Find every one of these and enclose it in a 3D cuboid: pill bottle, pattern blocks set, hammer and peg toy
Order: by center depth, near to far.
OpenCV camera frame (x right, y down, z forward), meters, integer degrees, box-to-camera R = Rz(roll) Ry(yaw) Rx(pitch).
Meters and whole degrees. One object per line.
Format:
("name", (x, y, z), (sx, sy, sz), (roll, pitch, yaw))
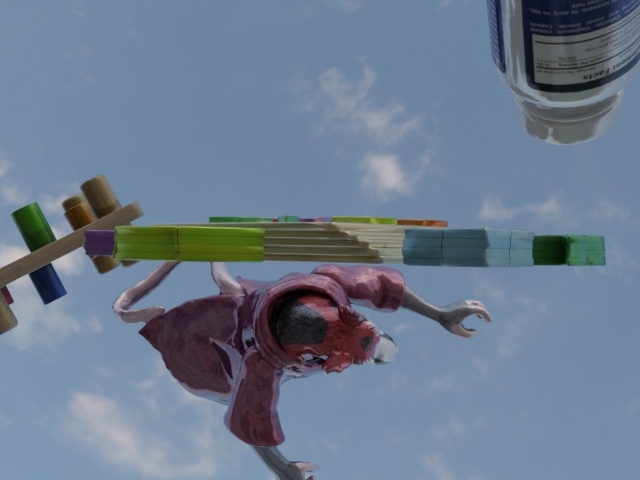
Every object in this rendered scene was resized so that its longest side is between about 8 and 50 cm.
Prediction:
("pill bottle", (0.147, -0.140, 0.532), (0.094, 0.094, 0.169), (-3, -40, 14))
("pattern blocks set", (0.000, 0.000, 0.545), (0.325, 0.285, 0.026), (1, -90, 31))
("hammer and peg toy", (-0.422, 0.047, 1.179), (0.361, 0.266, 0.127), (-30, -83, -22))

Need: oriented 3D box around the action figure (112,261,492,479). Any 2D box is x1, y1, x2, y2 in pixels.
("action figure", (-0.027, 0.072, 0.867), (0.276, 0.370, 0.248), (46, -106, -3))
